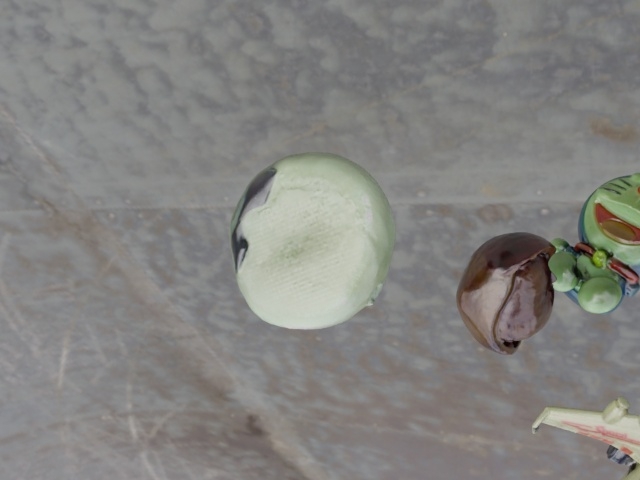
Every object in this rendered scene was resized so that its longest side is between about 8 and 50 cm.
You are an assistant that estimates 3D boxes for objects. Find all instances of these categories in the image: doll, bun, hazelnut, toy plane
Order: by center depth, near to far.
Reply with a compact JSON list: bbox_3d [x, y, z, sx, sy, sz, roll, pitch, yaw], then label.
[{"bbox_3d":[0.334,0.214,0.731,0.242,0.104,0.256,38,117,15],"label":"toy plane"},{"bbox_3d":[0.000,0.000,1.222,0.283,0.283,0.179,0,179,26],"label":"bun"},{"bbox_3d":[0.308,0.080,1.260,0.160,0.170,0.201,31,132,6],"label":"hazelnut"},{"bbox_3d":[0.559,0.004,1.445,0.198,0.322,0.186,42,175,32],"label":"doll"}]
